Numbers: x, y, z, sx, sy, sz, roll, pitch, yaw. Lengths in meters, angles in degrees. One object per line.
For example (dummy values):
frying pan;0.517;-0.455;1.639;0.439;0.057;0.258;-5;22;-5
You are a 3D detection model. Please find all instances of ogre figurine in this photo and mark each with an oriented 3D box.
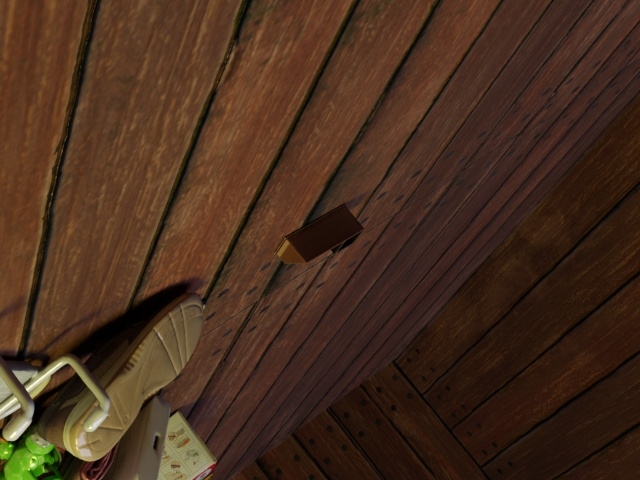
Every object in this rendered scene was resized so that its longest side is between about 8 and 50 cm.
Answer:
ogre figurine;-0.369;0.276;1.558;0.197;0.096;0.118;-32;-177;23

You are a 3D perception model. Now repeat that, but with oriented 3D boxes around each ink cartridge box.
ink cartridge box;-0.365;0.496;2.301;0.309;0.130;0.272;-36;169;-17

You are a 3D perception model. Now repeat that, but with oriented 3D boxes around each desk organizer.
desk organizer;0.000;0.000;1.750;0.130;0.050;0.047;-30;165;-37

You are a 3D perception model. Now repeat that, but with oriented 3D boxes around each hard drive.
hard drive;-0.365;0.423;1.996;0.307;0.040;0.203;-46;-158;28

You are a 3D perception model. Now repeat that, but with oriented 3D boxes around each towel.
towel;-0.363;0.333;1.670;0.329;0.037;0.237;-43;-167;35

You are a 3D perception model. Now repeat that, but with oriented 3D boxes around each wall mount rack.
wall mount rack;-0.394;0.241;1.261;0.304;0.130;0.350;-40;167;5

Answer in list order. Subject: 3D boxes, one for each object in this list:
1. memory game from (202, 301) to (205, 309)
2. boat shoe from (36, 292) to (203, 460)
memory game;-0.237;0.141;1.653;0.186;0.012;0.186;-38;168;-10
boat shoe;-0.249;0.158;1.487;0.285;0.092;0.102;-53;145;-41
